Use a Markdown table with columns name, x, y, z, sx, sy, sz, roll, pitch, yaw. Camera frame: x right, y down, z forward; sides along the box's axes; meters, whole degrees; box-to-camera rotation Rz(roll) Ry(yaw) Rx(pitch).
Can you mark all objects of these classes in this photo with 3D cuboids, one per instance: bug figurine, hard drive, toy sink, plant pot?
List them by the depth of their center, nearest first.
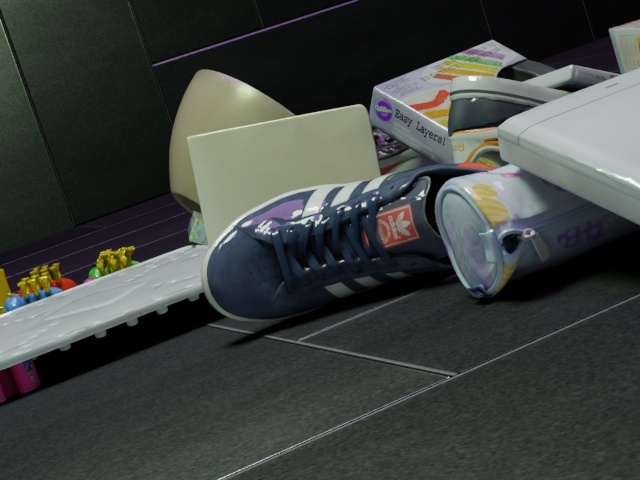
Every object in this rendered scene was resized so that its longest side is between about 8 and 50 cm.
| name | x | y | z | sx | sy | sz | roll | pitch | yaw |
| --- | --- | --- | --- | --- | --- | --- | --- | --- | --- |
| hard drive | 0.339 | -0.071 | 1.157 | 0.233 | 0.047 | 0.353 | -21 | 28 | -20 |
| toy sink | -0.035 | -0.084 | 1.832 | 0.234 | 0.152 | 0.131 | -11 | 5 | 8 |
| bug figurine | -0.361 | 0.068 | 2.069 | 0.216 | 0.072 | 0.279 | -15 | 4 | -4 |
| plant pot | -0.138 | -0.118 | 2.314 | 0.191 | 0.284 | 0.284 | -56 | 18 | -10 |

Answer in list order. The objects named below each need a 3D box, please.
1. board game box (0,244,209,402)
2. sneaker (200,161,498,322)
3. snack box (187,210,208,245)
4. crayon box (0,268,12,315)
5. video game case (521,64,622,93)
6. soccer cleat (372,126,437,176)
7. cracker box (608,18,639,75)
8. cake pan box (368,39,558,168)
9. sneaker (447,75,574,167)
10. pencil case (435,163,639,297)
| name | x | y | z | sx | sy | sz | roll | pitch | yaw |
| --- | --- | --- | --- | --- | --- | --- | --- | --- | --- |
| board game box | -0.276 | 0.096 | 1.774 | 0.390 | 0.050 | 0.390 | -21 | 9 | -20 |
| sneaker | 0.049 | -0.008 | 1.458 | 0.350 | 0.131 | 0.148 | -20 | 4 | -13 |
| snack box | -0.140 | -0.008 | 2.059 | 0.100 | 0.037 | 0.141 | 16 | 4 | -8 |
| crayon box | -0.629 | 0.128 | 2.244 | 0.202 | 0.081 | 0.318 | -14 | 9 | 32 |
| video game case | 0.347 | -0.178 | 1.768 | 0.183 | 0.023 | 0.201 | 9 | -4 | -17 |
| soccer cleat | 0.166 | -0.108 | 2.026 | 0.318 | 0.116 | 0.108 | -3 | 47 | 9 |
| cracker box | 0.460 | -0.220 | 1.901 | 0.067 | 0.155 | 0.232 | -18 | 8 | 1 |
| cake pan box | 0.242 | -0.169 | 1.927 | 0.267 | 0.070 | 0.246 | -24 | 47 | -37 |
| sneaker | 0.308 | -0.114 | 1.711 | 0.321 | 0.127 | 0.126 | 6 | -5 | -4 |
| pencil case | 0.242 | -0.042 | 1.321 | 0.273 | 0.113 | 0.124 | -20 | -2 | -21 |
